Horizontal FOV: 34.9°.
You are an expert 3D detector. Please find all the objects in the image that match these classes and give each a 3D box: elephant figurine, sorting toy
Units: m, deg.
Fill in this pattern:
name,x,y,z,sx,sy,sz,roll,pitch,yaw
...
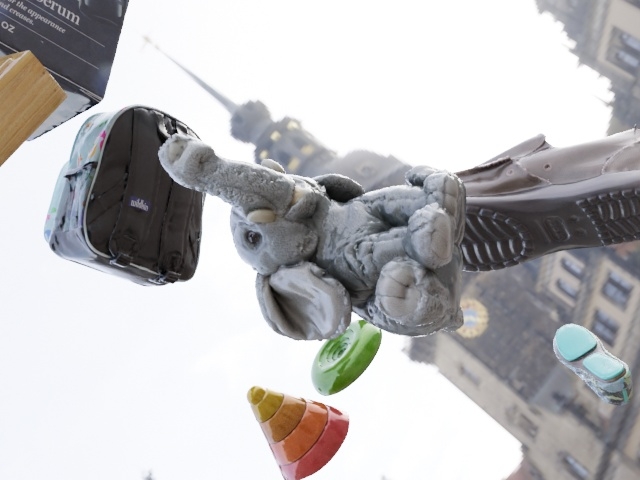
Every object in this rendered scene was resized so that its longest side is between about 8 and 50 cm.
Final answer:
name,x,y,z,sx,sy,sz,roll,pitch,yaw
elephant figurine,0.000,0.000,0.878,0.169,0.239,0.186,-36,-51,-72
sorting toy,-0.007,0.147,1.393,0.127,0.126,0.366,-29,26,42

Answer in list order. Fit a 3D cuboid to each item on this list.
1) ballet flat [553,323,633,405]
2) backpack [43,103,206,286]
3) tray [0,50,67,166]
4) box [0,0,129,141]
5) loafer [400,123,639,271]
name,x,y,z,sx,sy,sz,roll,pitch,yaw
ballet flat,0.392,0.183,1.464,0.070,0.188,0.070,-3,-72,-8
backpack,-0.285,-0.070,1.533,0.225,0.191,0.254,23,-107,-43
tray,-0.469,-0.038,1.079,0.411,0.202,0.076,-54,-54,-29
box,-0.435,-0.393,1.430,0.293,0.212,0.396,28,-121,-37
loafer,0.255,-0.054,1.250,0.134,0.365,0.130,59,-145,-43
